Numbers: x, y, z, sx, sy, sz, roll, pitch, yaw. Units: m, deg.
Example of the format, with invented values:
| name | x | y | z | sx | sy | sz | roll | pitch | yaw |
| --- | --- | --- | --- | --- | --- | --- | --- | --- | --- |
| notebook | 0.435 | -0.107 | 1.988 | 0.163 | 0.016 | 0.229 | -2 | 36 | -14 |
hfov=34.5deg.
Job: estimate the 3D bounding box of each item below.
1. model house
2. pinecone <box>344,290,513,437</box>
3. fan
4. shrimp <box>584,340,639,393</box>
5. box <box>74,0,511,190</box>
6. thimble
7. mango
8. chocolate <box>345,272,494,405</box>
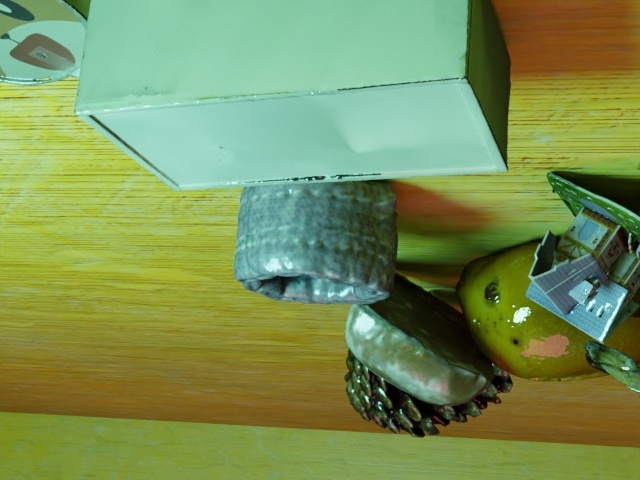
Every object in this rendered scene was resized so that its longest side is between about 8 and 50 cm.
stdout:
| name | x | y | z | sx | sy | sz | roll | pitch | yaw |
| --- | --- | --- | --- | --- | --- | --- | --- | --- | --- |
| model house | 0.232 | 0.028 | 0.873 | 0.117 | 0.088 | 0.167 | 34 | 178 | 34 |
| pinecone | 0.132 | 0.153 | 1.267 | 0.205 | 0.179 | 0.184 | -4 | -155 | 12 |
| fan | -0.177 | -0.122 | 0.664 | 0.227 | 0.008 | 0.153 | 24 | 156 | -34 |
| shrimp | 0.304 | 0.086 | 0.905 | 0.148 | 0.035 | 0.195 | -4 | -156 | 7 |
| box | -0.010 | -0.095 | 0.609 | 0.225 | 0.086 | 0.129 | -1 | 162 | 19 |
| thimble | -0.003 | 0.000 | 0.917 | 0.150 | 0.097 | 0.150 | 5 | 165 | 1 |
| mango | 0.263 | 0.071 | 1.029 | 0.236 | 0.136 | 0.166 | 5 | 162 | -21 |
| chocolate | 0.092 | 0.109 | 1.075 | 0.157 | 0.080 | 0.254 | 34 | -169 | 1 |
